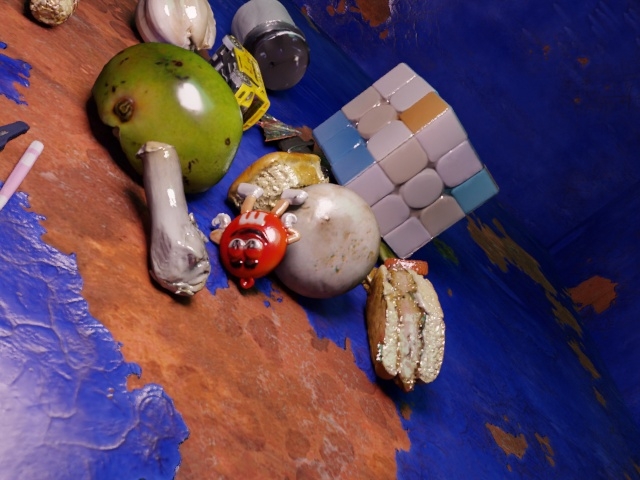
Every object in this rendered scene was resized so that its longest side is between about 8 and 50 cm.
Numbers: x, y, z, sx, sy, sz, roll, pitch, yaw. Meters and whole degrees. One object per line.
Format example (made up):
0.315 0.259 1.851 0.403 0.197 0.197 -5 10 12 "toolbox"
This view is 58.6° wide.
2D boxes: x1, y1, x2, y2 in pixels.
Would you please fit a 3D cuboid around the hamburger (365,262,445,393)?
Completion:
0.177 0.186 1.270 0.156 0.245 0.282 14 79 -11 "hamburger"

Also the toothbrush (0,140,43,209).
-0.443 -0.071 0.808 0.020 0.025 0.286 34 27 -27 "toothbrush"

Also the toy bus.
-0.227 -0.400 1.497 0.152 0.144 0.330 35 25 -36 "toy bus"

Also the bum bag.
-0.038 -0.216 1.602 0.142 0.079 0.326 6 45 -40 "bum bag"

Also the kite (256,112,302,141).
-0.135 -0.322 1.611 0.189 0.009 0.232 11 30 -21 "kite"

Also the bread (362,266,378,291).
0.136 0.101 1.459 0.083 0.046 0.081 35 30 -28 "bread"

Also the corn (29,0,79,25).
-0.557 -0.543 1.227 0.098 0.098 0.289 30 31 -34 "corn"

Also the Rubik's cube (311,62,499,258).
0.232 -0.226 1.622 0.346 0.347 0.344 48 11 -38 "Rubik's cube"

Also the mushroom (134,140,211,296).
-0.251 -0.039 0.951 0.096 0.099 0.277 89 -15 -72 "mushroom"

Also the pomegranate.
-0.262 -0.259 1.145 0.309 0.216 0.359 50 24 12 "pomegranate"

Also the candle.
-0.174 -0.657 1.876 0.221 0.221 0.342 24 30 -41 "candle"

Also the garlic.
-0.372 -0.557 1.473 0.281 0.185 0.203 -105 175 -74 "garlic"

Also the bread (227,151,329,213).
-0.088 -0.120 1.271 0.121 0.174 0.246 51 26 15 "bread"

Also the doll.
-0.129 -0.015 1.089 0.085 0.183 0.217 65 39 -57 "doll"

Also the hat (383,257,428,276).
0.204 0.129 1.423 0.093 0.112 0.162 65 33 -76 "hat"

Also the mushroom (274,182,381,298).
0.000 0.000 1.221 0.244 0.243 0.243 37 27 -22 "mushroom"

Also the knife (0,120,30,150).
-0.484 -0.165 0.885 0.031 0.018 0.121 35 26 -11 "knife"

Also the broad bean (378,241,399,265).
0.204 0.079 1.571 0.153 0.072 0.206 48 18 -36 "broad bean"
